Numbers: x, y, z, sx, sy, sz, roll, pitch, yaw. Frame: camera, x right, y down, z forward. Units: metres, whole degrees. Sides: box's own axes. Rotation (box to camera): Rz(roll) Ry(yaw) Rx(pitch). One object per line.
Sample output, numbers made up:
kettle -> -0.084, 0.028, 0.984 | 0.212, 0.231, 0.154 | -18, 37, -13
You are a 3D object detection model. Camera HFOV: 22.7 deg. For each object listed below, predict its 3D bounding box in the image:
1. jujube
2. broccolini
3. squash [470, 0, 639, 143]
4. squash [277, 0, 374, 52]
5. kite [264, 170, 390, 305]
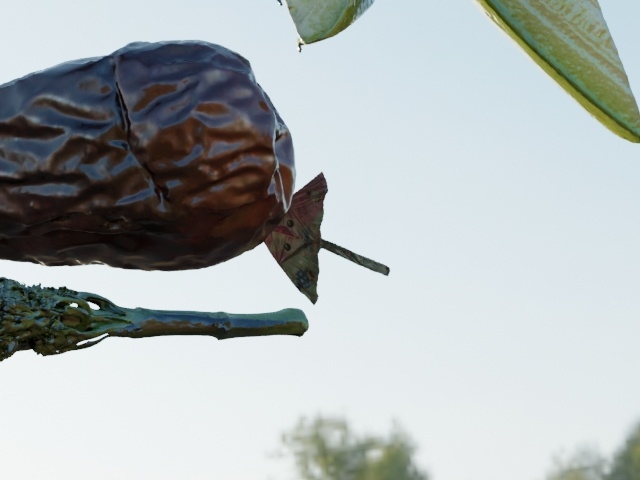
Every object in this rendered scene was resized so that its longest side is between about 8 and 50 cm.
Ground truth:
jujube -> -0.196, -0.068, 1.440 | 0.342, 0.216, 0.216 | -7, -17, 7
broccolini -> -0.110, 0.048, 1.004 | 0.239, 0.054, 0.051 | 1, -54, -32
squash -> 0.302, -0.268, 1.923 | 0.289, 0.203, 0.111 | 38, -22, -12
squash -> 0.017, -0.258, 1.773 | 0.093, 0.169, 0.252 | -22, -18, 7
kite -> 0.000, 0.000, 1.536 | 0.153, 0.137, 0.005 | 12, 20, 26
